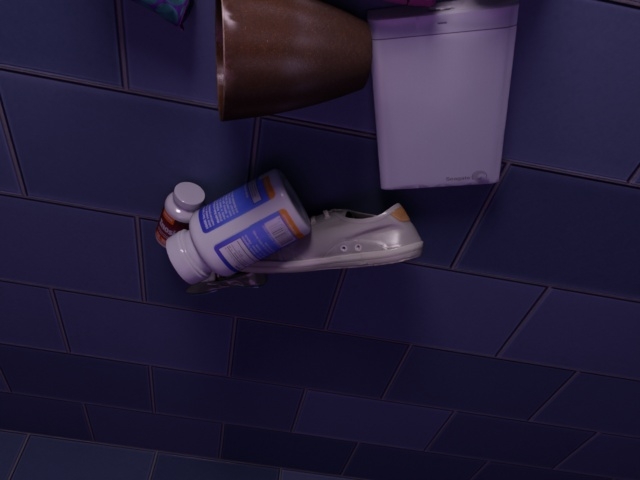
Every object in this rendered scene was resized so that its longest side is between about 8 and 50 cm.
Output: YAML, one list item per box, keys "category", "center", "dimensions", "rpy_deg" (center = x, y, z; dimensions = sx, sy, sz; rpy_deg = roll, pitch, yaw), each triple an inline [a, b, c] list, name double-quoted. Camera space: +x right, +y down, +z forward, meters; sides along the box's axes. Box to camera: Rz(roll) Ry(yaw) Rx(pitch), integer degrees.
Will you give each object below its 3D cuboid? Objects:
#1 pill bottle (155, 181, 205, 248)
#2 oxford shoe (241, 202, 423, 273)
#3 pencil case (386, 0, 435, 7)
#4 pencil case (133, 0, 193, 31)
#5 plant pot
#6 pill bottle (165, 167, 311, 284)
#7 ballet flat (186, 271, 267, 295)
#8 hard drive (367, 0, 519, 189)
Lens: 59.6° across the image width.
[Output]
- category: "pill bottle"
  center: [-0.303, -0.053, 1.215]
  dimensions: [0.086, 0.086, 0.152]
  rpy_deg: [19, 134, -14]
- category: "oxford shoe"
  center: [0.000, 0.000, 1.223]
  dimensions: [0.450, 0.169, 0.129]
  rpy_deg: [-8, 95, 24]
- category: "pencil case"
  center: [0.073, -0.405, 0.816]
  dimensions: [0.210, 0.095, 0.098]
  rpy_deg: [7, 120, -5]
- category: "pencil case"
  center: [-0.277, -0.393, 0.875]
  dimensions: [0.152, 0.064, 0.070]
  rpy_deg: [21, 118, -15]
- category: "plant pot"
  center: [-0.043, -0.295, 0.876]
  dimensions: [0.231, 0.215, 0.215]
  rpy_deg: [-2, 137, -12]
- category: "pill bottle"
  center: [-0.169, -0.020, 1.140]
  dimensions: [0.272, 0.152, 0.152]
  rpy_deg: [-28, 129, 8]
- category: "ballet flat"
  center: [-0.236, 0.089, 1.382]
  dimensions: [0.213, 0.072, 0.068]
  rpy_deg: [-7, 107, 12]
- category: "hard drive"
  center: [0.213, -0.243, 0.998]
  dimensions: [0.233, 0.047, 0.353]
  rpy_deg: [-3, 136, 8]
